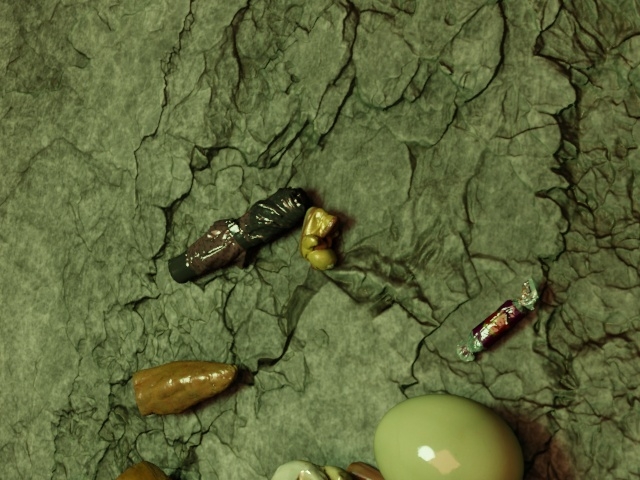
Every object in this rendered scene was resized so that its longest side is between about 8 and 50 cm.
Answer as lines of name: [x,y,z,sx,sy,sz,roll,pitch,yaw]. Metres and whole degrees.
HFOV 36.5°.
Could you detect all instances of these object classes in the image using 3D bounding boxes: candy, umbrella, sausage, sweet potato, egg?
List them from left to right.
sweet potato: [-0.258,0.271,1.802,0.251,0.097,0.097,-15,74,30]
umbrella: [-0.157,-0.007,1.791,0.326,0.094,0.090,-28,54,24]
sausage: [0.117,0.405,1.578,0.176,0.047,0.040,17,54,34]
egg: [0.190,0.326,1.466,0.241,0.186,0.186,10,87,34]
candy: [0.281,0.129,1.532,0.175,0.043,0.045,-44,64,21]

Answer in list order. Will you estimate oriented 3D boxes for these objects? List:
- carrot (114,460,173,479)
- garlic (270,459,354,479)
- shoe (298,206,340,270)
carrot: [-0.255,0.530,1.711,0.254,0.196,0.196,23,94,25]
garlic: [0.007,0.468,1.529,0.281,0.184,0.203,57,146,33]
shoe: [-0.002,-0.002,1.706,0.069,0.072,0.109,14,89,37]
